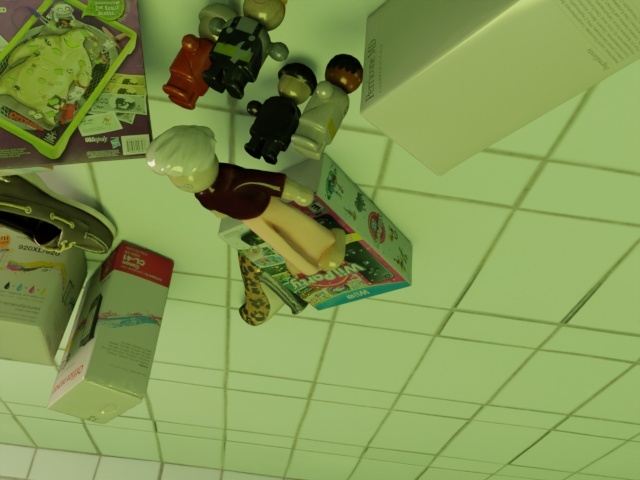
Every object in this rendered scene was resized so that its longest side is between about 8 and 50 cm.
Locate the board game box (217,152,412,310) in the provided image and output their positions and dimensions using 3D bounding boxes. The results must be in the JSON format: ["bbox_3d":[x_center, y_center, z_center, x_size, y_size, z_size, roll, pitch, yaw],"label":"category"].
[{"bbox_3d":[0.000,0.000,1.177,0.224,0.097,0.303,-19,138,32],"label":"board game box"}]

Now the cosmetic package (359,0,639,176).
[{"bbox_3d":[0.224,-0.254,0.706,0.155,0.197,0.365,31,136,-31],"label":"cosmetic package"}]

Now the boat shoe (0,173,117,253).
[{"bbox_3d":[-0.492,-0.035,1.156,0.116,0.096,0.324,-6,155,19],"label":"boat shoe"}]

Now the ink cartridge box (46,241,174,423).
[{"bbox_3d":[-0.427,0.192,1.323,0.131,0.306,0.226,27,139,-27],"label":"ink cartridge box"}]

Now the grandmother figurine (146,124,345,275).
[{"bbox_3d":[-0.100,-0.054,0.927,0.208,0.104,0.342,-17,144,36],"label":"grandmother figurine"}]

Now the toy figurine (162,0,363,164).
[{"bbox_3d":[-0.066,-0.207,0.807,0.213,0.148,0.209,33,167,-28],"label":"toy figurine"}]

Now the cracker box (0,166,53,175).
[{"bbox_3d":[-0.539,-0.131,0.938,0.232,0.067,0.156,-4,178,8],"label":"cracker box"}]

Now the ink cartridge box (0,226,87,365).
[{"bbox_3d":[-0.591,0.098,1.279,0.171,0.232,0.168,10,142,-6],"label":"ink cartridge box"}]

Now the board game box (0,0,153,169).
[{"bbox_3d":[-0.398,-0.196,0.811,0.347,0.056,0.208,-6,109,-15],"label":"board game box"}]

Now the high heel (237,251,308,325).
[{"bbox_3d":[-0.149,0.086,1.364,0.186,0.093,0.261,52,147,-13],"label":"high heel"}]
